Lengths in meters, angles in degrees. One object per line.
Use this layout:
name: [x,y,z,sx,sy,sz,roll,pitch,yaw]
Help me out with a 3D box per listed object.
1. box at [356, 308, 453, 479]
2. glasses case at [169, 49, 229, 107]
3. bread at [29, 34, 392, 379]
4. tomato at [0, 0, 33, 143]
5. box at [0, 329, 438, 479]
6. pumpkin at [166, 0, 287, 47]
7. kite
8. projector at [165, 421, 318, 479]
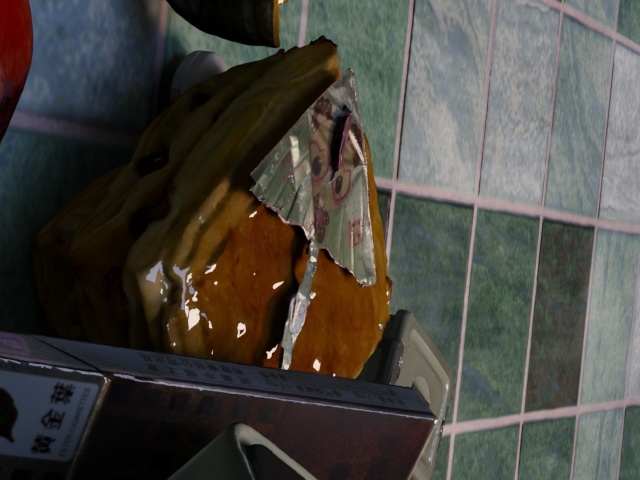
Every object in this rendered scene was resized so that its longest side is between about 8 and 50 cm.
box: [0.050,0.141,1.771,0.172,0.093,0.124,55,46,-57]
glasses case: [-0.079,-0.071,1.488,0.063,0.041,0.164,-61,147,-41]
bread: [-0.077,0.024,1.359,0.324,0.167,0.277,-57,145,-47]
tomato: [-0.236,-0.096,0.942,0.208,0.184,0.208,5,90,-65]
box: [-0.098,0.155,1.199,0.325,0.047,0.180,10,114,-33]
pumpkin: [-0.068,-0.211,1.401,0.183,0.107,0.119,-72,162,-66]
kite: [-0.001,0.000,1.305,0.229,0.012,0.250,43,57,-59]
projector: [-0.046,0.296,1.117,0.248,0.249,0.248,44,10,-38]
